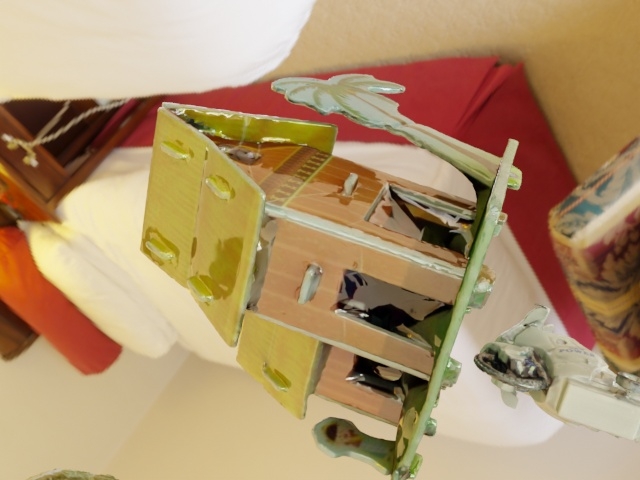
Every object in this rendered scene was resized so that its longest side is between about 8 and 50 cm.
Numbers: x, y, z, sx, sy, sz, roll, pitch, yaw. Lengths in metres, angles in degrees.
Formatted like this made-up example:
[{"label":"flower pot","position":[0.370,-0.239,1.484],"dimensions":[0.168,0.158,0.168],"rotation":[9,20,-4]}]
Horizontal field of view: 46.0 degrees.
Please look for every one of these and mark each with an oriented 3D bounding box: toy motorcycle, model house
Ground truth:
[{"label":"toy motorcycle","position":[0.243,0.128,0.663],"dimensions":[0.221,0.102,0.150],"rotation":[18,-170,10]},{"label":"model house","position":[0.000,0.000,0.739],"dimensions":[0.323,0.340,0.300],"rotation":[19,117,9]}]

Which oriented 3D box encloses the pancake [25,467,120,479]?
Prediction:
[{"label":"pancake","position":[-0.093,0.141,0.319],"dimensions":[0.108,0.108,0.017],"rotation":[34,118,3]}]
